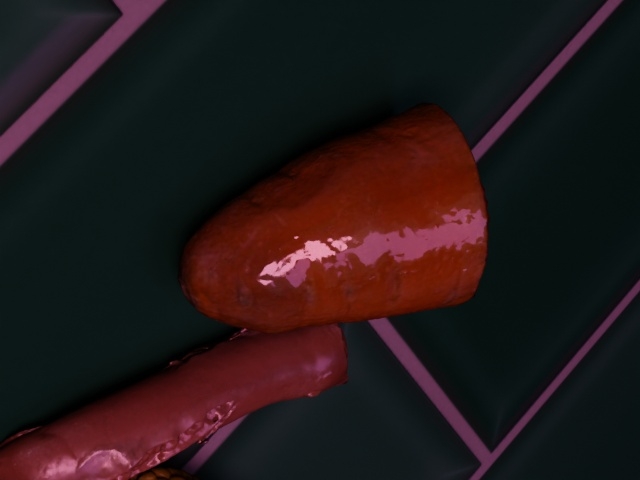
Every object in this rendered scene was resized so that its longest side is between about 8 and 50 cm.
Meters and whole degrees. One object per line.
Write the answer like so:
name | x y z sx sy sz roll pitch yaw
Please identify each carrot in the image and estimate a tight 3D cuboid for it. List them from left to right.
carrot | 0.000 0.000 0.879 0.225 0.159 0.159 -17 124 -18

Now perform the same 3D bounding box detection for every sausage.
sausage | -0.105 0.126 0.888 0.304 0.078 0.078 -22 125 -29

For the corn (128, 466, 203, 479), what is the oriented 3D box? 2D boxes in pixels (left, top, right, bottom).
corn | -0.082 0.277 0.961 0.119 0.119 0.322 -49 135 -8
